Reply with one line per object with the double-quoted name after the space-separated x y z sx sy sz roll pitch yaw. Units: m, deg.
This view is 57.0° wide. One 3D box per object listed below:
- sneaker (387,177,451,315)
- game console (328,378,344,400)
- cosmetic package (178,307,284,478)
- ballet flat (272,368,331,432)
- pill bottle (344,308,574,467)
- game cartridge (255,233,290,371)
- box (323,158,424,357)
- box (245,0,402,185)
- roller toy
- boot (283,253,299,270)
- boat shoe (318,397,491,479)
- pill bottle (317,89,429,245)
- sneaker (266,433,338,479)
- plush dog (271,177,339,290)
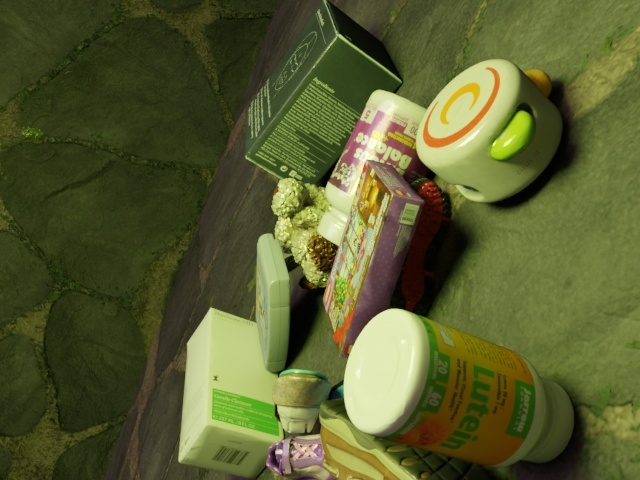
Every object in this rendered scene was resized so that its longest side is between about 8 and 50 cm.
0.144 0.012 1.052 0.125 0.104 0.261 -15 55 65 "sneaker"
0.041 0.257 1.029 0.144 0.085 0.124 -82 -19 -63 "game console"
-0.216 0.357 1.416 0.155 0.197 0.365 -55 27 27 "cosmetic package"
-0.041 0.315 1.130 0.316 0.108 0.106 106 170 -71 "ballet flat"
0.162 0.176 0.667 0.136 0.246 0.136 -48 30 39 "pill bottle"
-0.114 0.158 1.384 0.198 0.062 0.297 -104 16 -52 "game cartridge"
0.080 0.028 1.012 0.201 0.057 0.293 -108 32 -66 "box"
-0.011 -0.383 1.574 0.395 0.212 0.293 -48 28 27 "box"
0.258 -0.163 0.901 0.191 0.146 0.209 -29 37 44 "roller toy"
-0.081 -0.027 1.627 0.190 0.076 0.208 -23 55 41 "boot"
0.100 0.313 0.785 0.324 0.123 0.119 12 95 63 "boat shoe"
0.113 -0.126 1.160 0.301 0.169 0.169 -64 23 9 "pill bottle"
-0.023 0.392 1.070 0.236 0.105 0.095 -36 36 50 "sneaker"
0.000 0.000 1.344 0.262 0.211 0.225 95 170 -65 "plush dog"
